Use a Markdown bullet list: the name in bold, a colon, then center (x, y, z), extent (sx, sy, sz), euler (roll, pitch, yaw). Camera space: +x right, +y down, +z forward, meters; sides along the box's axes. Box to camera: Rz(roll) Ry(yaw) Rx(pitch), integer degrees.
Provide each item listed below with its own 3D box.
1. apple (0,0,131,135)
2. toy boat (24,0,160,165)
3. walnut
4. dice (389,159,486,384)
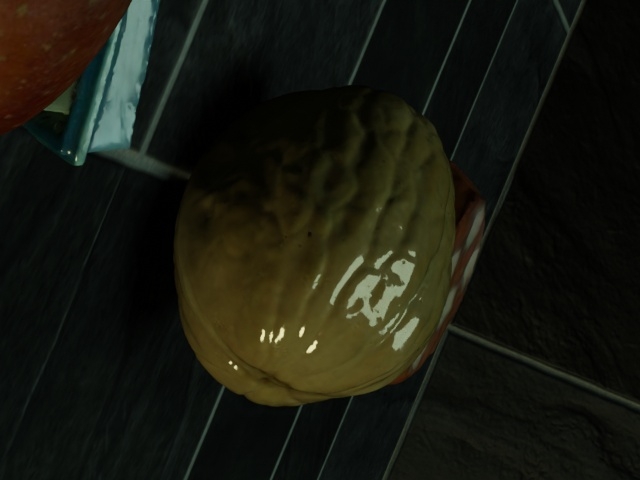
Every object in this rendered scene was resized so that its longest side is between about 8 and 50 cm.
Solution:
- **apple**: center (-0.154, -0.127, 0.627), extent (0.162, 0.201, 0.201), euler (-91, -169, -52)
- **toy boat**: center (-0.127, -0.161, 0.899), extent (0.109, 0.098, 0.238), euler (32, -66, 60)
- **walnut**: center (0.000, 0.000, 1.391), extent (0.225, 0.225, 0.261), euler (90, 22, -60)
- **dice**: center (0.038, 0.015, 1.638), extent (0.174, 0.179, 0.175), euler (94, 21, -54)
